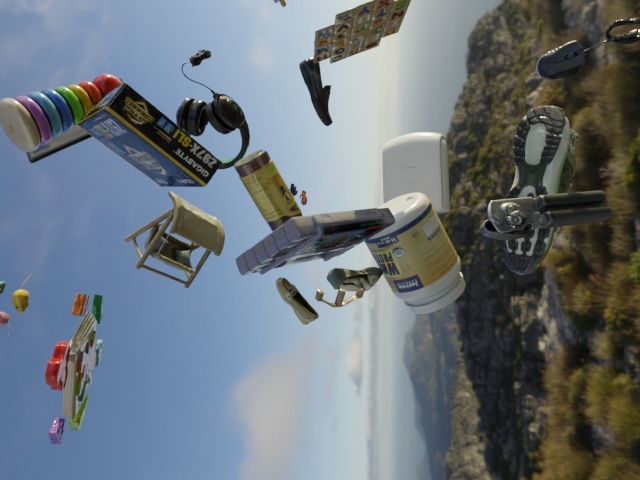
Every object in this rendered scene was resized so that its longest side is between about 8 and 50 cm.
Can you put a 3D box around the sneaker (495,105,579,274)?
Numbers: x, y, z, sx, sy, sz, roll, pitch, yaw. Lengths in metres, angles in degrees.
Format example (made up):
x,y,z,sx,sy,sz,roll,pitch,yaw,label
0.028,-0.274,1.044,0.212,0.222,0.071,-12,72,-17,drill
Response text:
x,y,z,sx,sy,sz,roll,pitch,yaw,label
0.565,-0.111,1.336,0.158,0.182,0.410,22,103,55,sneaker

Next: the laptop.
x,y,z,sx,sy,sz,roll,pitch,yaw,label
-0.811,-0.375,1.901,0.408,0.382,0.236,49,162,39,laptop

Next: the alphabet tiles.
x,y,z,sx,sy,sz,roll,pitch,yaw,label
0.114,-0.609,1.580,0.342,0.285,0.011,131,117,-87,alphabet tiles

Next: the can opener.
x,y,z,sx,sy,sz,roll,pitch,yaw,label
0.486,-0.054,1.182,0.095,0.283,0.076,113,149,-64,can opener

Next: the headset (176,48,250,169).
x,y,z,sx,sy,sz,roll,pitch,yaw,label
-0.376,-0.444,1.871,0.185,0.243,0.394,-72,-25,-54,headset

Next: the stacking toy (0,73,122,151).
x,y,z,sx,sy,sz,roll,pitch,yaw,label
-0.677,-0.363,1.459,0.330,0.141,0.141,-41,-40,-41,stacking toy

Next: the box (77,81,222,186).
x,y,z,sx,sy,sz,roll,pitch,yaw,label
-0.401,-0.226,1.246,0.257,0.322,0.079,41,-107,-29,box

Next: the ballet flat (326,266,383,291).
x,y,z,sx,sy,sz,roll,pitch,yaw,label
0.108,0.116,1.528,0.072,0.213,0.068,-57,49,30,ballet flat

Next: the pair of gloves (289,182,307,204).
x,y,z,sx,sy,sz,roll,pitch,yaw,label
-0.079,-0.167,1.949,0.010,0.083,0.074,-40,-24,-30,pair of gloves

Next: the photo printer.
x,y,z,sx,sy,sz,roll,pitch,yaw,label
0.358,-0.252,2.042,0.107,0.256,0.307,6,-98,-58,photo printer

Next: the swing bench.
x,y,z,sx,sy,sz,roll,pitch,yaw,label
-0.499,0.001,1.922,0.253,0.255,0.165,34,-164,-53,swing bench

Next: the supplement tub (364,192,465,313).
x,y,z,sx,sy,sz,roll,pitch,yaw,label
0.282,0.040,1.632,0.316,0.228,0.228,59,-165,-14,supplement tub

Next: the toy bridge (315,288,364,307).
x,y,z,sx,sy,sz,roll,pitch,yaw,label
0.065,0.189,1.788,0.026,0.188,0.063,41,122,48,toy bridge

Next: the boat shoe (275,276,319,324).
x,y,z,sx,sy,sz,roll,pitch,yaw,label
-0.063,0.159,1.482,0.153,0.048,0.056,56,-151,-3,boat shoe

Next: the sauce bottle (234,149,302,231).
x,y,z,sx,sy,sz,roll,pitch,yaw,label
-0.123,-0.097,1.588,0.344,0.111,0.111,60,-161,-22,sauce bottle

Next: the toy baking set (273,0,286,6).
x,y,z,sx,sy,sz,roll,pitch,yaw,label
-0.196,-0.811,1.634,0.030,0.197,0.256,-48,-17,0,toy baking set

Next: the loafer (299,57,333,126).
x,y,z,sx,sy,sz,roll,pitch,yaw,label
0.001,-0.482,1.757,0.076,0.078,0.223,-87,-23,-74,loafer

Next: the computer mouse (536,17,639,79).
x,y,z,sx,sy,sz,roll,pitch,yaw,label
0.584,-0.416,1.182,0.041,0.242,0.071,-22,-87,-40,computer mouse

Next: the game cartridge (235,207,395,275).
x,y,z,sx,sy,sz,roll,pitch,yaw,label
0.000,0.000,1.298,0.355,0.230,0.068,-9,-104,-48,game cartridge

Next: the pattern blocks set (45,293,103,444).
x,y,z,sx,sy,sz,roll,pitch,yaw,label
-0.460,0.238,1.043,0.325,0.026,0.285,-105,23,-61,pattern blocks set

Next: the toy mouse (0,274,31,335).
x,y,z,sx,sy,sz,roll,pitch,yaw,label
-0.831,0.163,1.390,0.031,0.143,0.161,173,101,-71,toy mouse
